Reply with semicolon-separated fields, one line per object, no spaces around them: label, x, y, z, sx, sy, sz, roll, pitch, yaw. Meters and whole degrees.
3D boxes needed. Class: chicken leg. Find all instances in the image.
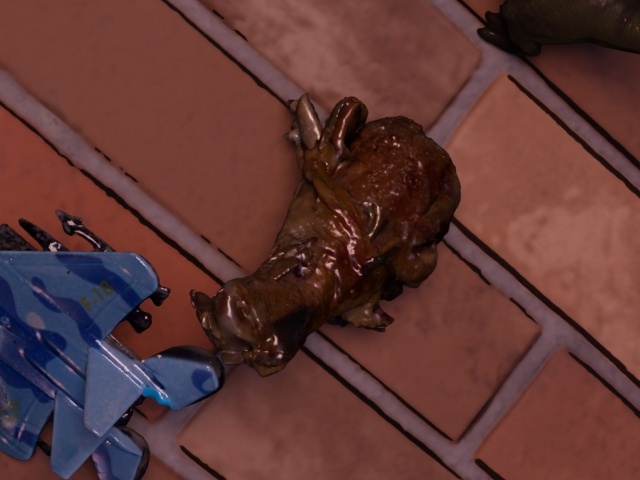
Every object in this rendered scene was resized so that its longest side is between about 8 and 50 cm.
chicken leg;0.004;0.005;0.810;0.125;0.080;0.196;51;50;-31

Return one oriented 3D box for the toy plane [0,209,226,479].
toy plane;-0.167;0.021;0.788;0.246;0.169;0.078;46;37;10

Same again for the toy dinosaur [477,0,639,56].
toy dinosaur;0.125;-0.160;0.801;0.087;0.179;0.187;-43;95;-6
